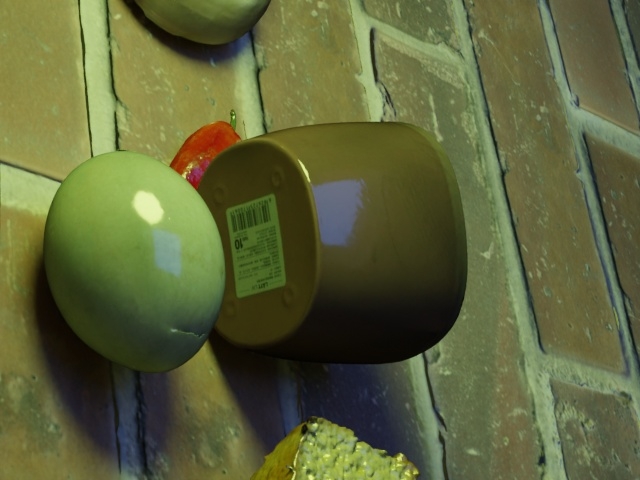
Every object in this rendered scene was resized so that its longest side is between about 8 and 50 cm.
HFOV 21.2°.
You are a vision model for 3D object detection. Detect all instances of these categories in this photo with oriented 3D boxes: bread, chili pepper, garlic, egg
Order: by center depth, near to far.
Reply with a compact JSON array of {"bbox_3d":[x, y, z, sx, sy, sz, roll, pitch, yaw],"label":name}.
[{"bbox_3d":[-0.022,0.361,1.758,0.194,0.179,0.340,35,44,-25],"label":"bread"},{"bbox_3d":[-0.195,0.022,1.795,0.186,0.186,0.253,8,57,-46],"label":"egg"},{"bbox_3d":[-0.145,-0.080,2.036,0.071,0.063,0.272,46,40,-17],"label":"chili pepper"},{"bbox_3d":[-0.161,-0.384,2.190,0.325,0.132,0.279,16,61,-36],"label":"garlic"}]

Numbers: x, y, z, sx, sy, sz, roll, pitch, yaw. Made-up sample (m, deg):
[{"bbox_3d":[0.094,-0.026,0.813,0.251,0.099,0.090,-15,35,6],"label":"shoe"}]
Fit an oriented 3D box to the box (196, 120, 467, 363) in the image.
[{"bbox_3d":[0.000,0.000,1.964,0.216,0.301,0.301,2,62,-43],"label":"box"}]
